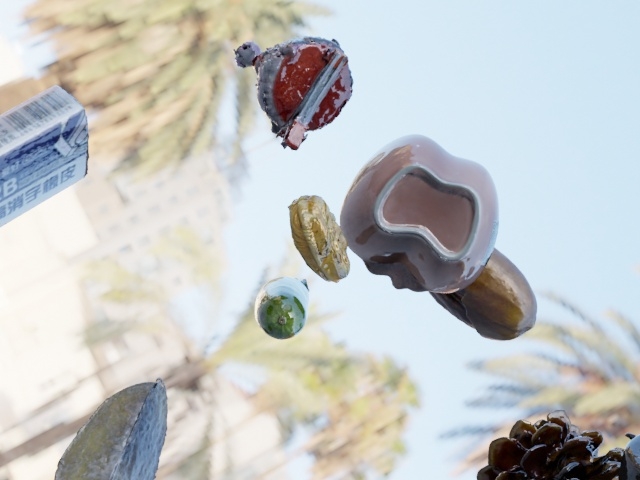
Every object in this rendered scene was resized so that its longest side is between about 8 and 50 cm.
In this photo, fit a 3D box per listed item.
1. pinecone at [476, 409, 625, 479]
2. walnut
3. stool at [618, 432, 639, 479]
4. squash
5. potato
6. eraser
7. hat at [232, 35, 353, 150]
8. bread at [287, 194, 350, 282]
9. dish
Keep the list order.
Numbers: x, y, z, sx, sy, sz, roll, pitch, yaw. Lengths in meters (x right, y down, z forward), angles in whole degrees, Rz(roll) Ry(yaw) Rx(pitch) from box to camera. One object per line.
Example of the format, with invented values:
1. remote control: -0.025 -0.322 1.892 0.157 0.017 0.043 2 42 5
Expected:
1. pinecone: 0.387 0.398 2.390 0.264 0.264 0.264 51 -22 30
2. walnut: 0.211 0.057 2.122 0.207 0.116 0.116 42 -24 14
3. stool: 0.513 0.360 2.215 0.217 0.125 0.121 33 -52 42
4. squash: -0.047 0.080 1.889 0.066 0.066 0.252 64 3 -4
5. potato: -0.298 0.319 2.148 0.100 0.261 0.120 7 -40 18
6. eraser: -0.369 -0.080 1.781 0.068 0.210 0.124 40 -36 22
7. hat: -0.053 -0.205 1.968 0.227 0.128 0.140 31 -70 57
8. bread: 0.000 0.000 1.721 0.111 0.044 0.083 57 17 -48
9. dish: 0.134 -0.032 1.955 0.213 0.213 0.090 62 -5 1
